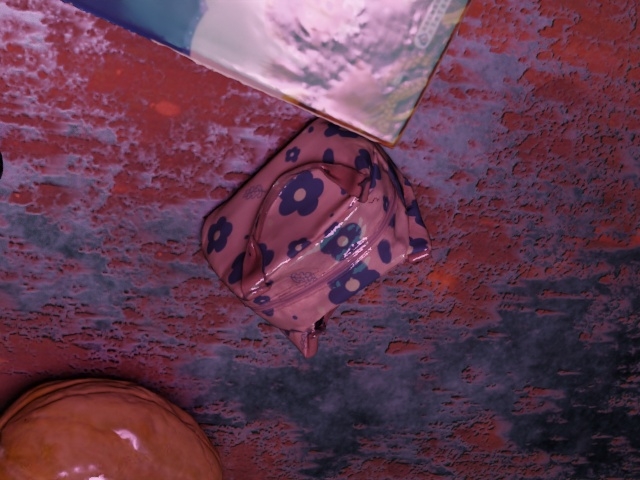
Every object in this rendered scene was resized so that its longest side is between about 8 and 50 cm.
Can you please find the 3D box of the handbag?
[{"bbox_3d":[0.000,0.000,1.191,0.251,0.193,0.190,-42,115,8],"label":"handbag"}]

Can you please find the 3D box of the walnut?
[{"bbox_3d":[-0.273,0.315,1.242,0.313,0.277,0.252,38,140,-22],"label":"walnut"}]

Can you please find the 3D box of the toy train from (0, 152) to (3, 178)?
[{"bbox_3d":[-0.504,-0.098,1.049,0.326,0.129,0.159,-4,112,-12],"label":"toy train"}]

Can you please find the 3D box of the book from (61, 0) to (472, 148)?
[{"bbox_3d":[-0.045,-0.311,1.062,0.428,0.039,0.300,23,109,-11],"label":"book"}]
